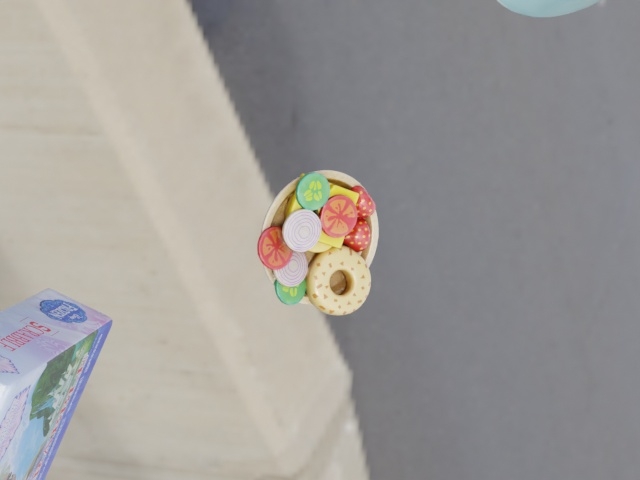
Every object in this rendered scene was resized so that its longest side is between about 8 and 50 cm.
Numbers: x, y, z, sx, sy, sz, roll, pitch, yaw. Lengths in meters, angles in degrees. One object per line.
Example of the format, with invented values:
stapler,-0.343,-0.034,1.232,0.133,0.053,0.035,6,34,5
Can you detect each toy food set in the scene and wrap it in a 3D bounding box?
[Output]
toy food set,0.000,0.000,1.009,0.083,0.020,0.083,18,92,-33

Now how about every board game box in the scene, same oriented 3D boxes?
board game box,-0.271,0.206,1.253,0.318,0.066,0.318,-45,159,-82

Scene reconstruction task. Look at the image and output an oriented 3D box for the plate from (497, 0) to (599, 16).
plate,0.165,-0.196,0.939,0.188,0.024,0.188,-27,145,-21
